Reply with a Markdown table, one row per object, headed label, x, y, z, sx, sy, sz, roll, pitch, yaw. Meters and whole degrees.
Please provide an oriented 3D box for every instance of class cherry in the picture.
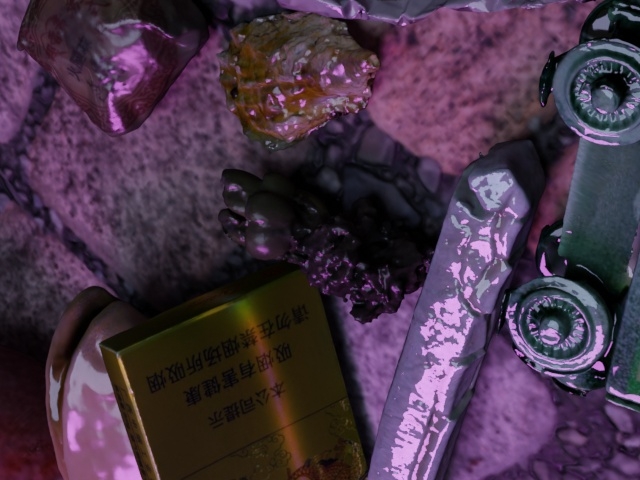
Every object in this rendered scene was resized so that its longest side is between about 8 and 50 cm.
| label | x | y | z | sx | sy | sz | roll | pitch | yaw |
| --- | --- | --- | --- | --- | --- | --- | --- | --- | --- |
| cherry | -0.304 | 0.208 | 1.274 | 0.285 | 0.213 | 0.236 | 24 | 132 | 9 |

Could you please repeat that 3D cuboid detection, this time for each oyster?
| label | x | y | z | sx | sy | sz | roll | pitch | yaw |
| --- | --- | --- | --- | --- | --- | --- | --- | --- | --- |
| oyster | -0.016 | -0.113 | 1.052 | 0.146 | 0.045 | 0.122 | 23 | 137 | 21 |

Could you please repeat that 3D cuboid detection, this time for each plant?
| label | x | y | z | sx | sy | sz | roll | pitch | yaw |
| --- | --- | --- | --- | --- | --- | --- | --- | --- | --- |
| plant | 0.000 | 0.000 | 1.072 | 0.174 | 0.087 | 0.085 | 25 | 94 | 14 |

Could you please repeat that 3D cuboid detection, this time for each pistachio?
| label | x | y | z | sx | sy | sz | roll | pitch | yaw |
| --- | --- | --- | --- | --- | --- | --- | --- | --- | --- |
| pistachio | -0.138 | 0.145 | 1.176 | 0.138 | 0.153 | 0.238 | 13 | 125 | 53 |

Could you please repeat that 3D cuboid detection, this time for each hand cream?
| label | x | y | z | sx | sy | sz | roll | pitch | yaw |
| --- | --- | --- | --- | --- | --- | --- | --- | --- | --- |
| hand cream | 0.058 | -0.179 | 0.947 | 0.257 | 0.050 | 0.084 | 0 | 71 | 27 |

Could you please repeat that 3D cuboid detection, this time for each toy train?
| label | x | y | z | sx | sy | sz | roll | pitch | yaw |
| --- | --- | --- | --- | --- | --- | --- | --- | --- | --- |
| toy train | 0.226 | -0.020 | 0.895 | 0.202 | 0.120 | 0.301 | 18 | 120 | 20 |

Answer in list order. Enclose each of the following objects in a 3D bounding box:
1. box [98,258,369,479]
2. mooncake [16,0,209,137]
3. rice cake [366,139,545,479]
| label | x | y | z | sx | sy | sz | roll | pitch | yaw |
| --- | --- | --- | --- | --- | --- | --- | --- | --- | --- |
| box | -0.046 | 0.187 | 1.132 | 0.043 | 0.173 | 0.311 | 16 | 124 | 58 |
| mooncake | -0.157 | -0.156 | 1.091 | 0.130 | 0.073 | 0.125 | 41 | 126 | 6 |
| rice cake | 0.092 | 0.077 | 1.053 | 0.063 | 0.066 | 0.336 | 20 | 125 | 12 |
